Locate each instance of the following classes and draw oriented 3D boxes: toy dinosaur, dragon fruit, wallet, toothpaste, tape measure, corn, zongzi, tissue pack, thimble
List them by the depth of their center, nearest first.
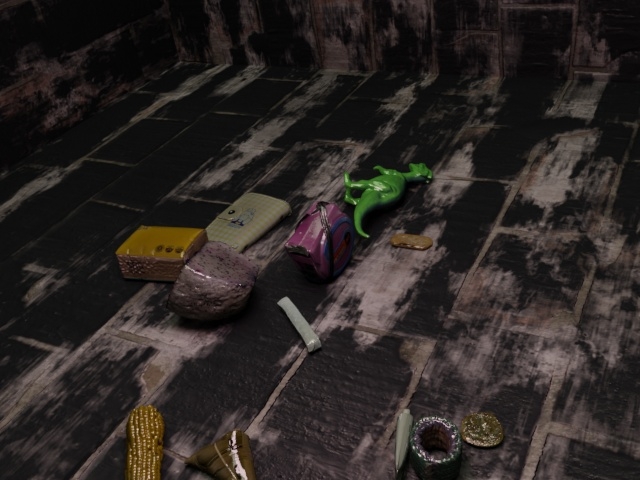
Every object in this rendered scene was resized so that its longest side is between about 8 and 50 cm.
[{"bbox_3d":[0.260,0.471,1.540,0.118,0.090,0.135,-12,35,-2],"label":"thimble"},{"bbox_3d":[-0.233,0.555,1.586,0.178,0.081,0.189,-29,47,10],"label":"zongzi"},{"bbox_3d":[0.190,0.474,1.590,0.041,0.064,0.218,4,32,12],"label":"toothpaste"},{"bbox_3d":[-0.426,0.522,1.649,0.096,0.097,0.320,-12,36,-3],"label":"corn"},{"bbox_3d":[-0.323,0.151,2.089,0.221,0.204,0.283,23,21,-1],"label":"dragon fruit"},{"bbox_3d":[0.000,0.000,2.167,0.149,0.245,0.232,11,55,28],"label":"tape measure"},{"bbox_3d":[-0.536,0.041,2.344,0.270,0.134,0.192,3,35,17],"label":"tissue pack"},{"bbox_3d":[0.268,-0.135,2.445,0.374,0.144,0.500,-2,36,-10],"label":"toy dinosaur"},{"bbox_3d":[-0.279,-0.061,2.494,0.223,0.077,0.309,21,45,32],"label":"wallet"}]

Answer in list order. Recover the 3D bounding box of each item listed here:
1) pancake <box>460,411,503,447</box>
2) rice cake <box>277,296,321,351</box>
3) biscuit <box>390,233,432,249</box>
[{"bbox_3d":[0.382,0.446,1.613,0.107,0.017,0.108,-4,33,3],"label":"pancake"},{"bbox_3d":[-0.062,0.244,2.004,0.045,0.042,0.245,-30,36,-8],"label":"rice cake"},{"bbox_3d":[0.303,0.003,2.288,0.147,0.018,0.071,7,35,26],"label":"biscuit"}]
